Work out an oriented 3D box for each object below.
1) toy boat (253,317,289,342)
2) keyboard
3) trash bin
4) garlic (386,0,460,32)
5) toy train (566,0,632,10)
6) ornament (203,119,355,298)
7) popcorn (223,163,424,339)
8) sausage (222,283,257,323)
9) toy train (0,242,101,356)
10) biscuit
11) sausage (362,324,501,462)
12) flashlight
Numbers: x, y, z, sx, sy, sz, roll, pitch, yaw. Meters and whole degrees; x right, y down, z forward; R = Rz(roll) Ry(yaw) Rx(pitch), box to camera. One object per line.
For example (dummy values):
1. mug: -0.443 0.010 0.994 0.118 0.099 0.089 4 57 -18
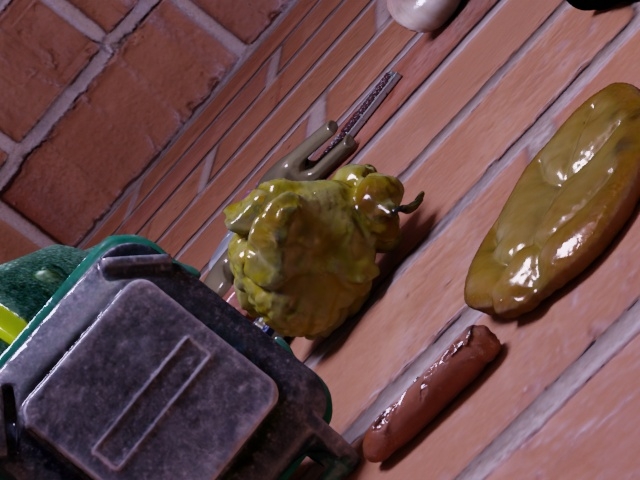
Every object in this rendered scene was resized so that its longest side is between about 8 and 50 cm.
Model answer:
1. toy boat: -0.082 0.134 1.967 0.229 0.046 0.080 -55 14 -18
2. keyboard: 0.052 -0.170 2.434 0.166 0.017 0.055 -52 12 -4
3. trash bin: -0.160 0.200 1.607 0.259 0.295 0.381 -51 -1 -21
4. garlic: 0.167 -0.364 2.422 0.174 0.099 0.124 -49 27 5
5. toy train: 0.309 -0.268 1.728 0.234 0.052 0.051 -29 29 59
6. ornament: -0.071 -0.024 2.348 0.245 0.061 0.230 -39 19 38
7. popcorn: 0.003 0.010 1.816 0.195 0.168 0.173 -17 -15 -15
8. sausage: -0.101 0.097 2.116 0.169 0.065 0.065 -52 12 -5
9. toy train: -0.310 0.153 1.896 0.442 0.179 0.272 -27 -44 -53
10. biscuit: 0.204 -0.038 1.459 0.203 0.041 0.260 -33 23 55
11. sausage: 0.086 0.128 1.418 0.158 0.042 0.036 -48 50 23
12. flashlight: -0.111 -0.015 2.496 0.093 0.047 0.200 -39 16 41
